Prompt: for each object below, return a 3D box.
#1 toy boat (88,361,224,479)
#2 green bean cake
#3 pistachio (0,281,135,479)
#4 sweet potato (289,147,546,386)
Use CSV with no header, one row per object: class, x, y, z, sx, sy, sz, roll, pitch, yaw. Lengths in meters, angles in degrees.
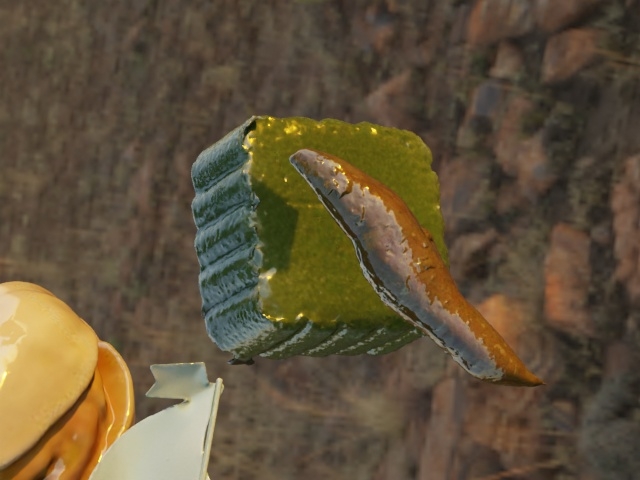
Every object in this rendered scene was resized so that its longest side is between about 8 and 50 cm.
toy boat,-0.123,0.258,1.162,0.291,0.210,0.070,-57,-9,-26
green bean cake,0.000,0.000,1.424,0.156,0.250,0.246,-30,63,56
pistachio,-0.296,0.171,1.269,0.309,0.230,0.230,-75,8,-46
sweet potato,0.074,0.026,1.058,0.274,0.067,0.067,48,148,4
